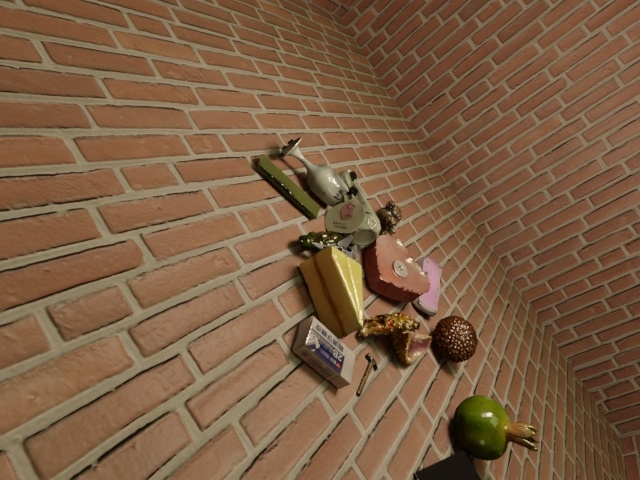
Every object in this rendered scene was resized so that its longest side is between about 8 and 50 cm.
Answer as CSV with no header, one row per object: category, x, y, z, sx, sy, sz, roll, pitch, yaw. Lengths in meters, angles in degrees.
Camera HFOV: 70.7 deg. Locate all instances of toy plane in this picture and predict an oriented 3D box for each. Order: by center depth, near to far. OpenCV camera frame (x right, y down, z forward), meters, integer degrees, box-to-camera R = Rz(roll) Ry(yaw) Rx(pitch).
toy plane,0.057,0.047,1.652,0.267,0.088,0.212,32,63,-53

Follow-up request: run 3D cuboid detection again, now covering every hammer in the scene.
hammer,0.155,0.459,1.521,0.062,0.017,0.182,50,33,-7

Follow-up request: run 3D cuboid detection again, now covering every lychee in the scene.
lychee,0.599,0.428,1.992,0.200,0.200,0.238,53,44,-3

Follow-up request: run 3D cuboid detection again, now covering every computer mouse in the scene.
computer mouse,0.505,0.219,2.147,0.158,0.072,0.310,31,50,-15

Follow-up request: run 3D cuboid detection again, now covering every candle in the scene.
candle,0.300,0.143,1.923,0.317,0.131,0.287,49,37,8

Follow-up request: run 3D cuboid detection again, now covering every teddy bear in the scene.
teddy bear,0.326,-0.107,2.201,0.129,0.181,0.251,20,30,13

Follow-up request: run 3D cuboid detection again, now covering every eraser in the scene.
eraser,0.015,0.345,1.389,0.210,0.068,0.124,44,32,-19

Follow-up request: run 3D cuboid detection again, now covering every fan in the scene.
fan,0.129,-0.150,1.874,0.310,0.182,0.010,-62,148,-30

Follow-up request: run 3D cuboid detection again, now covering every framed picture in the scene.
framed picture,0.463,0.853,1.496,0.324,0.013,0.244,5,48,-42

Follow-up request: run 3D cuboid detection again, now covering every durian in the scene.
durian,0.345,0.395,1.733,0.165,0.132,0.182,63,27,-2

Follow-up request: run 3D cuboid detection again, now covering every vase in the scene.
vase,0.148,-0.148,1.971,0.165,0.165,0.359,26,37,-39

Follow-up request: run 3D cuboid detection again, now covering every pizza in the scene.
pizza,0.238,0.298,1.660,0.147,0.227,0.069,-123,-149,-75

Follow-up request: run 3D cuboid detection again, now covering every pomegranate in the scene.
pomegranate,0.650,0.709,1.690,0.236,0.302,0.235,8,79,-46

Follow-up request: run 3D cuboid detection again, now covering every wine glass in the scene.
wine glass,-0.027,-0.281,1.868,0.321,0.143,0.143,44,33,-22

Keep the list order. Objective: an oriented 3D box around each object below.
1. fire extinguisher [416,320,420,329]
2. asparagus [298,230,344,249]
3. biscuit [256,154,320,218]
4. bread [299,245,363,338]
fire extinguisher,0.368,0.347,1.898,0.132,0.039,0.056,24,34,-41
asparagus,0.000,0.000,1.695,0.287,0.080,0.080,-6,66,-50
biscuit,-0.125,-0.203,1.749,0.322,0.038,0.099,41,30,-21
bread,0.034,0.173,1.483,0.163,0.168,0.263,33,38,-30
